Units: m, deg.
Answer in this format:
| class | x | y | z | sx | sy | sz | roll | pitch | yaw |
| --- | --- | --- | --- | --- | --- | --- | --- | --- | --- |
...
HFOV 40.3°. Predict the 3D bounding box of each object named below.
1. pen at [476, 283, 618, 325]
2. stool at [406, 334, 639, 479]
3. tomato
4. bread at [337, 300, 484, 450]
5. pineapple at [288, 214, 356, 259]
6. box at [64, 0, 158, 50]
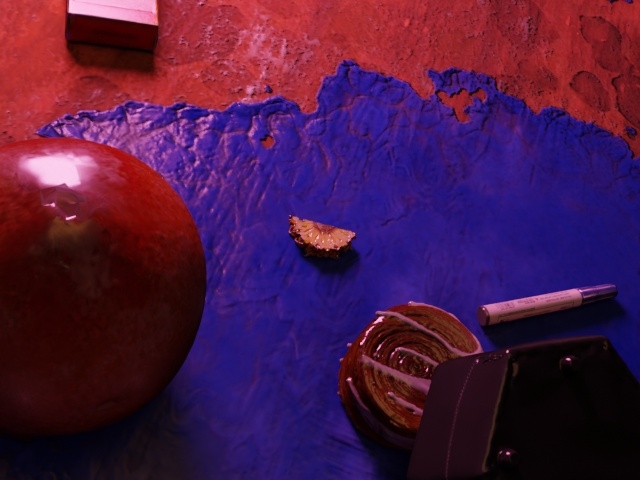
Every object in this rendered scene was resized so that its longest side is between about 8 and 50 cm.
| class | x | y | z | sx | sy | sz | roll | pitch | yaw |
| --- | --- | --- | --- | --- | --- | --- | --- | --- | --- |
| pen | 0.279 | 0.076 | 1.059 | 0.204 | 0.025 | 0.025 | -8 | 62 | -25 |
| stool | 0.206 | 0.201 | 0.809 | 0.232 | 0.141 | 0.232 | 8 | 71 | -24 |
| tomato | -0.226 | 0.034 | 0.769 | 0.265 | 0.265 | 0.264 | 9 | 56 | -14 |
| bread | 0.102 | 0.145 | 0.921 | 0.161 | 0.073 | 0.160 | 10 | 56 | -14 |
| pineapple | 0.000 | 0.000 | 1.011 | 0.083 | 0.019 | 0.045 | 14 | 49 | -10 |
| box | -0.263 | -0.324 | 1.103 | 0.112 | 0.048 | 0.175 | 5 | 57 | -19 |
